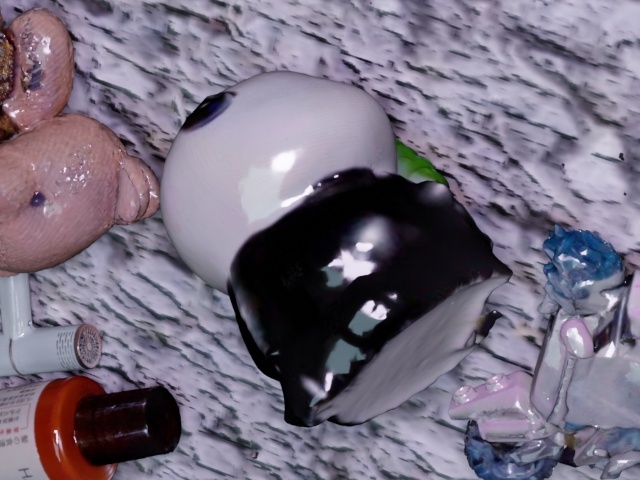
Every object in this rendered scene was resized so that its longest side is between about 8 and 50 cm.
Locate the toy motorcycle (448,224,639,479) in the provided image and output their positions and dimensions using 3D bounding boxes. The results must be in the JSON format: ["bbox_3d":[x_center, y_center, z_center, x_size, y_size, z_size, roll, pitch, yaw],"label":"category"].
[{"bbox_3d":[0.198,0.080,1.377,0.239,0.108,0.204,-26,107,5],"label":"toy motorcycle"}]

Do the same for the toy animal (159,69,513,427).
[{"bbox_3d":[0.007,-0.005,1.355,0.212,0.212,0.267,-48,62,30],"label":"toy animal"}]

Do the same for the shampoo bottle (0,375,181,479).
[{"bbox_3d":[-0.252,0.178,1.591,0.278,0.104,0.104,-12,107,25],"label":"shampoo bottle"}]

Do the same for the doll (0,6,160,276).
[{"bbox_3d":[-0.283,-0.097,1.434,0.201,0.156,0.303,-26,111,28],"label":"doll"}]

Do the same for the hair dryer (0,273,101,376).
[{"bbox_3d":[-0.285,0.033,1.583,0.155,0.044,0.183,-7,104,23],"label":"hair dryer"}]
